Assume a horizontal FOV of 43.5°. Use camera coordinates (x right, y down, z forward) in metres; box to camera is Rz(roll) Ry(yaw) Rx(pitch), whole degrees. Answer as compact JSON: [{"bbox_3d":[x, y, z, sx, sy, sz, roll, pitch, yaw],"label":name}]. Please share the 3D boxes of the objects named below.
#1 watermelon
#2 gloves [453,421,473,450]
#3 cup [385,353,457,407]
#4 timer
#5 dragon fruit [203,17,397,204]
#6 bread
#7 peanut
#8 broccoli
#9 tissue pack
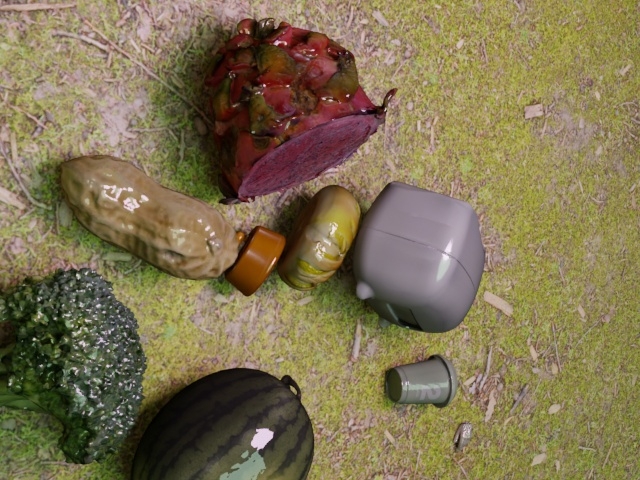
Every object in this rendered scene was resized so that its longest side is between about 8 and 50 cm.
[{"bbox_3d":[-0.160,0.374,1.408,0.359,0.279,0.278,-37,117,-22],"label":"watermelon"},{"bbox_3d":[0.345,0.466,1.934,0.044,0.037,0.081,9,100,-1],"label":"gloves"},{"bbox_3d":[0.221,0.312,1.775,0.141,0.120,0.120,3,97,-23],"label":"cup"},{"bbox_3d":[-0.160,0.009,1.458,0.152,0.132,0.132,33,78,-11],"label":"timer"},{"bbox_3d":[-0.072,-0.248,1.396,0.314,0.296,0.262,-23,76,-27],"label":"dragon fruit"},{"bbox_3d":[0.000,0.000,1.505,0.105,0.213,0.213,30,80,-15],"label":"bread"},{"bbox_3d":[-0.282,-0.036,1.318,0.325,0.153,0.140,30,91,-28],"label":"peanut"},{"bbox_3d":[-0.404,0.185,1.251,0.375,0.302,0.249,81,29,-48],"label":"broccoli"},{"bbox_3d":[0.194,0.055,1.579,0.236,0.229,0.333,-67,157,-13],"label":"tissue pack"}]
